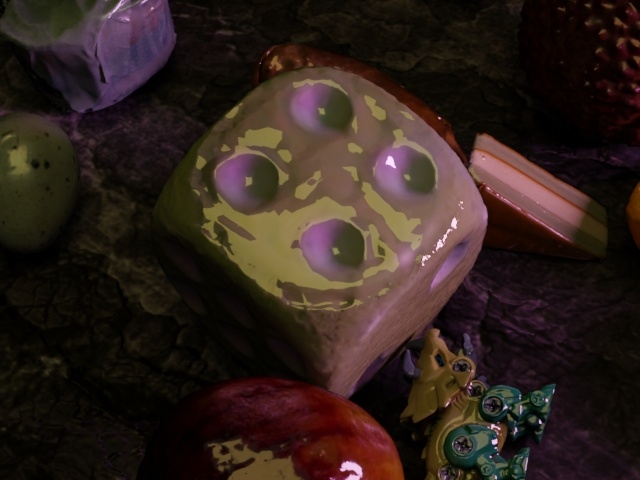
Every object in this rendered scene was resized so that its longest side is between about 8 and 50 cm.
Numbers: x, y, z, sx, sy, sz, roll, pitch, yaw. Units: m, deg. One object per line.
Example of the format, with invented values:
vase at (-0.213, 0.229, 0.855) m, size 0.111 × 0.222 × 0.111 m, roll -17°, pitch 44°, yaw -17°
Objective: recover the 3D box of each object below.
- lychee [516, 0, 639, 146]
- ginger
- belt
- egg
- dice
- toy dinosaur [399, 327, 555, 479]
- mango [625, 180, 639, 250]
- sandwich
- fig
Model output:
lychee at (0.365, -0.230, 1.531) m, size 0.300 × 0.264 × 0.264 m, roll 30°, pitch 59°, yaw 33°
ginger at (0.060, -0.128, 1.567) m, size 0.309 × 0.107 × 0.133 m, roll 37°, pitch 49°, yaw 21°
belt at (-0.288, -0.283, 1.665) m, size 0.207 × 0.150 × 0.257 m, roll -21°, pitch 54°, yaw -2°
egg at (-0.331, -0.063, 1.517) m, size 0.131 × 0.131 × 0.164 m, roll -4°, pitch 60°, yaw -1°
dice at (0.000, 0.000, 1.371) m, size 0.252 × 0.254 × 0.250 m, roll 41°, pitch 70°, yaw 17°
toy dinosaur at (0.137, 0.210, 1.327) m, size 0.153 × 0.094 × 0.259 m, roll 9°, pitch 62°, yaw 10°
mango at (0.429, -0.040, 1.493) m, size 0.217 × 0.102 × 0.141 m, roll -38°, pitch 37°, yaw -26°
sandwich at (0.238, -0.045, 1.491) m, size 0.163 × 0.113 × 0.079 m, roll 9°, pitch 54°, yaw 8°
fig at (-0.050, 0.233, 1.241) m, size 0.263 × 0.224 × 0.224 m, roll -29°, pitch 58°, yaw -12°
